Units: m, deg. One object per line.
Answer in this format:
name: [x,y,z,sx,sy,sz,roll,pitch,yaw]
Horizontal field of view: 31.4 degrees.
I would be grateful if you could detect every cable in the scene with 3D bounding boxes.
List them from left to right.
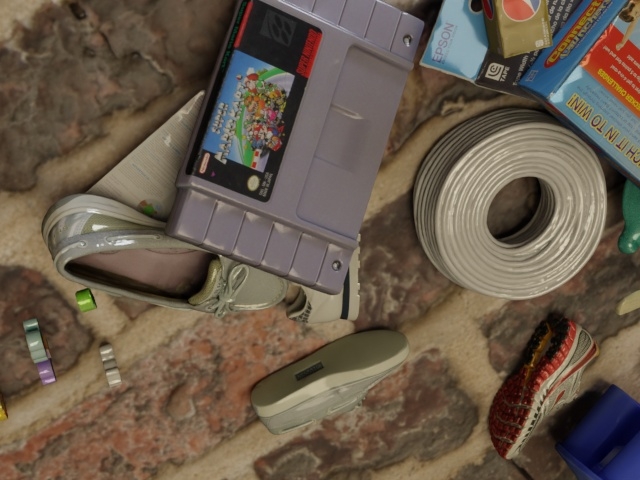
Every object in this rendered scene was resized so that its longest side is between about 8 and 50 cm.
cable: [0.252,-0.044,1.506,0.257,0.089,0.257,-10,113,-13]

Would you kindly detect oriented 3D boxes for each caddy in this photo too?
caddy: [0.495,0.367,1.661,0.341,0.241,0.179,36,91,-25]

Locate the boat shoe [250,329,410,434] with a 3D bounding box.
boat shoe: [0.019,0.195,1.545,0.227,0.079,0.081,-23,125,-2]

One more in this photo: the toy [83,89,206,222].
toy: [-0.187,-0.068,1.384,0.237,0.056,0.137,-41,120,7]

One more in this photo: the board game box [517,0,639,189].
board game box: [0.448,-0.213,1.376,0.308,0.086,0.302,35,98,-26]

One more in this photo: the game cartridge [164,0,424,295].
game cartridge: [-0.027,-0.137,1.334,0.230,0.068,0.355,21,82,-28]

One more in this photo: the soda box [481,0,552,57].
soda box: [0.213,-0.305,1.292,0.061,0.058,0.181,-15,111,-4]

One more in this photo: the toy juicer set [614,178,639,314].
toy juicer set: [0.502,-0.058,1.585,0.209,0.089,0.329,5,101,-32]

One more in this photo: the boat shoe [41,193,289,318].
boat shoe: [-0.173,0.035,1.355,0.320,0.103,0.118,19,118,-32]

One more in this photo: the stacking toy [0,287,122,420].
stacking toy: [-0.336,0.139,1.365,0.167,0.052,0.221,-16,151,-10]

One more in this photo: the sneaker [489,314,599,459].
sneaker: [0.324,0.222,1.634,0.093,0.088,0.225,26,102,-25]

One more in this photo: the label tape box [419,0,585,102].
label tape box: [0.303,-0.295,1.413,0.348,0.115,0.249,13,106,-18]

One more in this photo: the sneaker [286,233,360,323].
sneaker: [0.000,0.000,1.455,0.095,0.090,0.235,-3,110,-4]
